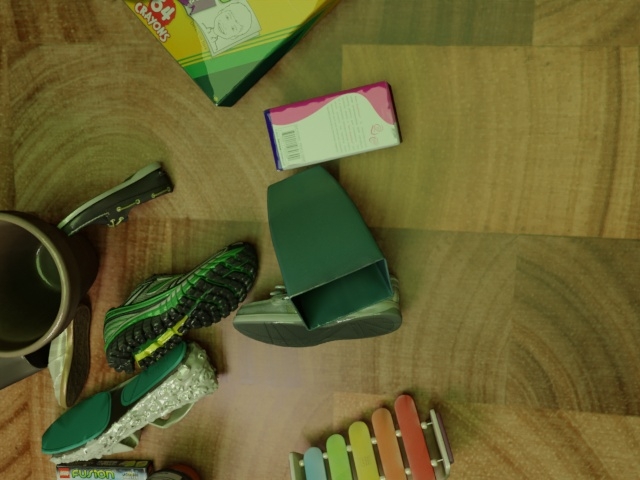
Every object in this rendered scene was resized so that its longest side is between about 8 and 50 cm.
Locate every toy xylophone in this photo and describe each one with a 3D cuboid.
[{"bbox_3d":[0.106,0.448,1.280,0.322,0.081,0.236,-27,53,7],"label":"toy xylophone"}]

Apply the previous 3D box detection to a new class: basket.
[{"bbox_3d":[-0.678,0.227,1.388,0.226,0.154,0.204,-17,103,8],"label":"basket"}]

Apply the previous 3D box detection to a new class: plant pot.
[{"bbox_3d":[-0.541,0.060,1.290,0.263,0.229,0.263,2,101,9],"label":"plant pot"},{"bbox_3d":[0.000,0.000,1.189,0.165,0.166,0.234,-23,62,0],"label":"plant pot"}]

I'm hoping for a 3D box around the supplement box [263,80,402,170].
[{"bbox_3d":[0.027,-0.201,1.211,0.220,0.114,0.111,-11,97,12],"label":"supplement box"}]

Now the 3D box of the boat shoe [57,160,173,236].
[{"bbox_3d":[-0.375,-0.066,1.267,0.227,0.081,0.069,-38,103,-30],"label":"boat shoe"}]

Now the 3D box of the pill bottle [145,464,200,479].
[{"bbox_3d":[-0.312,0.532,1.327,0.130,0.245,0.130,1,98,10],"label":"pill bottle"}]

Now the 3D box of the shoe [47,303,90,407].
[{"bbox_3d":[-0.517,0.233,1.400,0.058,0.076,0.219,9,94,17],"label":"shoe"}]

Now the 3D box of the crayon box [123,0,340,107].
[{"bbox_3d":[-0.180,-0.475,1.199,0.313,0.106,0.363,-41,91,14],"label":"crayon box"}]

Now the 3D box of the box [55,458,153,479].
[{"bbox_3d":[-0.457,0.527,1.458,0.207,0.036,0.114,-2,99,10],"label":"box"}]

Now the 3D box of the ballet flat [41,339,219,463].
[{"bbox_3d":[-0.374,0.353,1.371,0.409,0.147,0.147,-32,93,13],"label":"ballet flat"}]

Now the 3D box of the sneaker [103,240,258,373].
[{"bbox_3d":[-0.276,0.099,1.304,0.343,0.134,0.146,-32,52,-1],"label":"sneaker"}]

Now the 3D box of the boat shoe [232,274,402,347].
[{"bbox_3d":[-0.007,0.129,1.286,0.320,0.118,0.103,-8,55,14],"label":"boat shoe"}]
